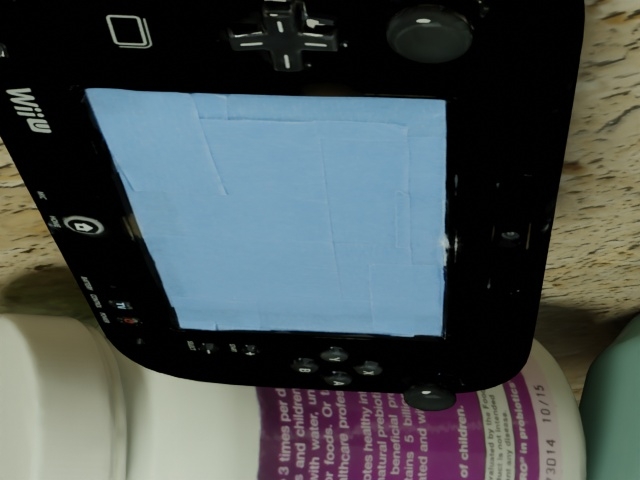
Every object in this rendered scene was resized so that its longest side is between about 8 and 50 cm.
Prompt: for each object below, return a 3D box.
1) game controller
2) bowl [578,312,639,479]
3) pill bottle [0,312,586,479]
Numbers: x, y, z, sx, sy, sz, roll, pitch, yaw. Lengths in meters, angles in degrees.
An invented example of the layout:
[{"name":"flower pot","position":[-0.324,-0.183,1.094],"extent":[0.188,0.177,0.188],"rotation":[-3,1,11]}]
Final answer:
[{"name":"game controller","position":[-0.009,-0.015,0.495],"extent":[0.166,0.067,0.319],"rotation":[-6,154,2]},{"name":"bowl","position":[0.270,0.118,0.875],"extent":[0.311,0.163,0.311],"rotation":[-4,163,-1]},{"name":"pill bottle","position":[-0.028,0.110,0.777],"extent":[0.301,0.169,0.169],"rotation":[7,160,-33]}]
